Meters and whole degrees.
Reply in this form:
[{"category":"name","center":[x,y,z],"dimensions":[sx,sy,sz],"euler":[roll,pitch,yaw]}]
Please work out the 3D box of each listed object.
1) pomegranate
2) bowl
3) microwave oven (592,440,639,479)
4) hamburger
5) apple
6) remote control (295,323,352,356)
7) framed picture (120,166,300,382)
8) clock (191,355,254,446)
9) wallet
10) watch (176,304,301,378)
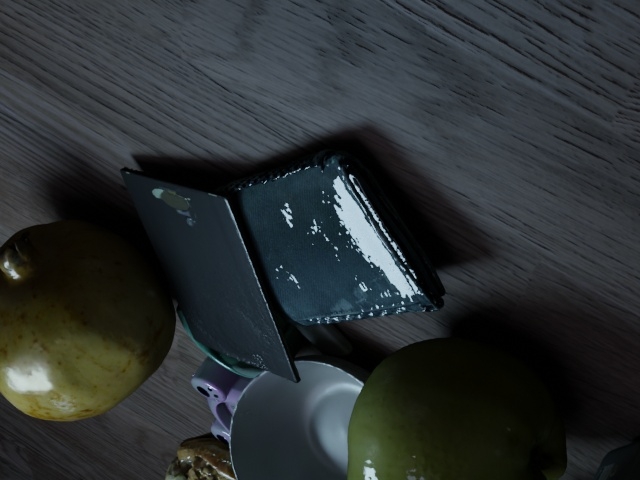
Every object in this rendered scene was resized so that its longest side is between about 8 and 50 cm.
[{"category":"pomegranate","center":[-0.405,0.110,1.876],"dimensions":[0.342,0.342,0.342],"euler":[26,149,17]},{"category":"bowl","center":[0.017,0.305,1.817],"dimensions":[0.286,0.143,0.287],"euler":[4,99,24]},{"category":"microwave oven","center":[0.409,0.383,1.484],"dimensions":[0.194,0.240,0.145],"euler":[40,151,-7]},{"category":"hamburger","center":[-0.145,0.446,2.203],"dimensions":[0.285,0.146,0.243],"euler":[15,-174,-19]},{"category":"apple","center":[0.174,0.269,1.529],"dimensions":[0.254,0.292,0.292],"euler":[-2,134,33]},{"category":"remote control","center":[-0.049,0.079,1.753],"dimensions":[0.261,0.029,0.067],"euler":[47,149,-22]},{"category":"framed picture","center":[-0.159,0.050,1.718],"dimensions":[0.244,0.013,0.324],"euler":[15,134,43]},{"category":"clock","center":[-0.088,0.301,2.047],"dimensions":[0.247,0.090,0.228],"euler":[20,147,24]},{"category":"wallet","center":[0.000,0.000,1.543],"dimensions":[0.237,0.075,0.342],"euler":[53,149,-15]},{"category":"watch","center":[-0.127,0.145,1.883],"dimensions":[0.195,0.068,0.237],"euler":[44,151,-15]}]
